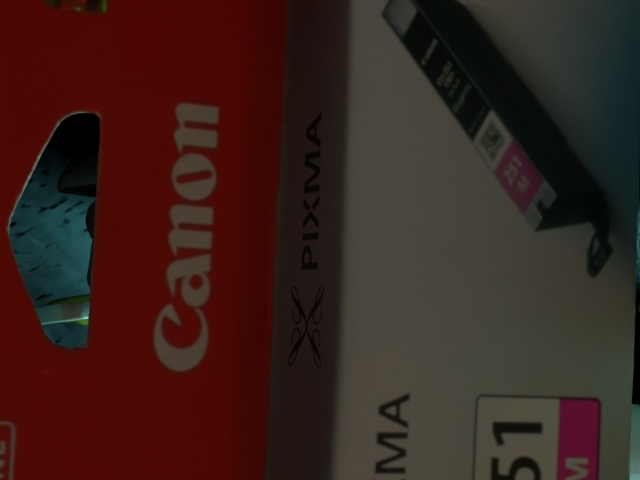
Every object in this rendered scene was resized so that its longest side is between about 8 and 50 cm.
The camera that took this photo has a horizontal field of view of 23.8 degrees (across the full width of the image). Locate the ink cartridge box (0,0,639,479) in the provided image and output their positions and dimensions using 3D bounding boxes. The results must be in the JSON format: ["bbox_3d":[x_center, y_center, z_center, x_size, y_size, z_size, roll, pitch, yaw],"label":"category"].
[{"bbox_3d":[0.000,0.000,0.528,0.239,0.275,0.060,5,176,-29],"label":"ink cartridge box"}]

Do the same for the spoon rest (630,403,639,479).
[{"bbox_3d":[0.198,0.177,0.931,0.137,0.084,0.276,7,141,17],"label":"spoon rest"}]

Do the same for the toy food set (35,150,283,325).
[{"bbox_3d":[-0.043,-0.006,0.615,0.218,0.071,0.128,-3,176,-35],"label":"toy food set"}]

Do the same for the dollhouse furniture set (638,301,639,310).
[{"bbox_3d":[0.149,0.005,0.601,0.355,0.174,0.303,28,81,-45],"label":"dollhouse furniture set"}]
